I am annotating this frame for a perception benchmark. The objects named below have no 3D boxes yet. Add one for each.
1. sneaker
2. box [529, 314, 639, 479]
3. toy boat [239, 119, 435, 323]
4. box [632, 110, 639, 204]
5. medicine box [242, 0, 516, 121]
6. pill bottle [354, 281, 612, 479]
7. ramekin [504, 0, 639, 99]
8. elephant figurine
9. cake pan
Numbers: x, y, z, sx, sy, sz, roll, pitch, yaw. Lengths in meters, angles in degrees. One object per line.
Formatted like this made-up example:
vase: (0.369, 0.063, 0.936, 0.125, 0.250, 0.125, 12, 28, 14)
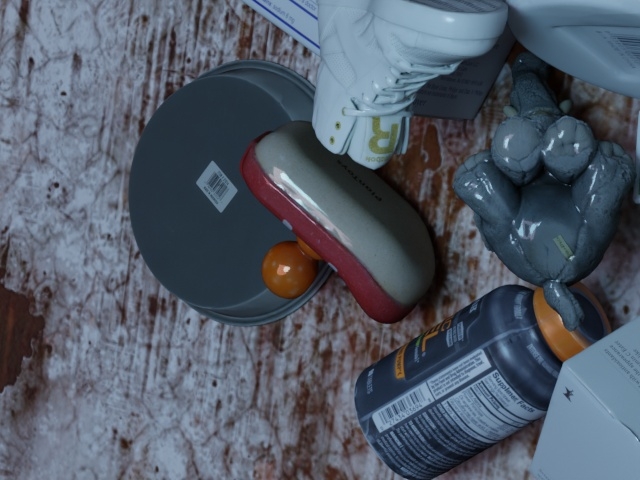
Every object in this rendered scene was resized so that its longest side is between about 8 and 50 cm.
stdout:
sneaker: (0.076, -0.143, 1.745, 0.292, 0.108, 0.169, -155, 67, -66)
box: (0.298, 0.193, 1.742, 0.181, 0.119, 0.182, 48, 151, 27)
toy boat: (0.000, 0.000, 1.966, 0.231, 0.151, 0.151, 43, 113, 3)
box: (0.351, -0.071, 1.765, 0.101, 0.102, 0.087, 4, 90, 37)
medicine box: (0.087, -0.307, 1.932, 0.263, 0.149, 0.289, 39, 111, 30)
pill bottle: (0.161, 0.126, 1.884, 0.246, 0.130, 0.130, -34, 70, 30)
ramekin: (0.292, -0.217, 1.686, 0.277, 0.277, 0.135, 11, 77, 36)
elephant figurine: (0.214, -0.057, 1.830, 0.169, 0.239, 0.186, 33, 101, -2)
cake pan: (-0.097, -0.053, 2.121, 0.293, 0.054, 0.293, -1, 88, 36)
